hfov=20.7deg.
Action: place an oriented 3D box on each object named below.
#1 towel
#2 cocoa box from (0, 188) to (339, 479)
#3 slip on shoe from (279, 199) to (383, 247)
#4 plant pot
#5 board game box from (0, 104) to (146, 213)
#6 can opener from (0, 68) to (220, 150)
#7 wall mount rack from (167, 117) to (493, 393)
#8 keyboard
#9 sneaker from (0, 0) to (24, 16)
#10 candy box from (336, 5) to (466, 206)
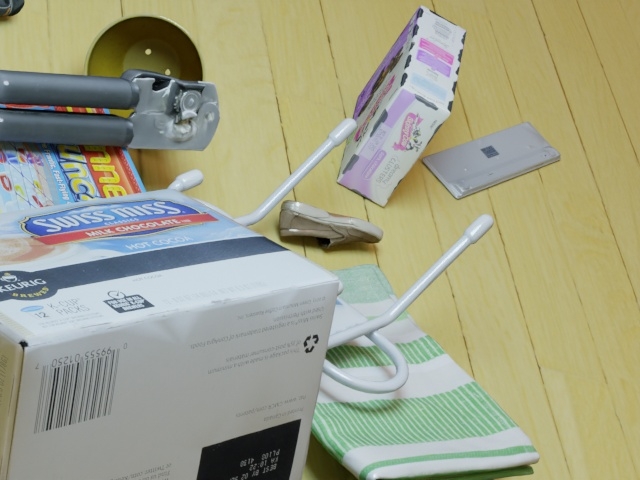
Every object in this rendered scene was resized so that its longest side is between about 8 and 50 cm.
[{"bbox_3d":[0.052,0.135,1.817,0.248,0.038,0.325,-2,39,-39],"label":"towel"},{"bbox_3d":[-0.195,0.112,1.479,0.347,0.231,0.228,-10,30,-45],"label":"cocoa box"},{"bbox_3d":[0.011,-0.010,1.995,0.135,0.051,0.041,17,79,-36],"label":"slip on shoe"},{"bbox_3d":[-0.194,-0.191,1.971,0.134,0.134,0.095,32,8,-6],"label":"plant pot"},{"bbox_3d":[-0.317,-0.031,1.712,0.302,0.086,0.308,0,49,-38],"label":"board game box"},{"bbox_3d":[-0.228,-0.137,1.788,0.283,0.076,0.095,0,17,-38],"label":"can opener"},{"bbox_3d":[0.000,0.000,1.838,0.350,0.130,0.304,38,32,24],"label":"wall mount rack"},{"bbox_3d":[0.229,-0.108,2.303,0.072,0.014,0.256,45,36,20],"label":"keyboard"},{"bbox_3d":[-0.393,-0.318,1.997,0.077,0.072,0.178,8,52,-50],"label":"sneaker"},{"bbox_3d":[0.099,-0.165,2.129,0.070,0.165,0.196,28,37,-10],"label":"candy box"}]
